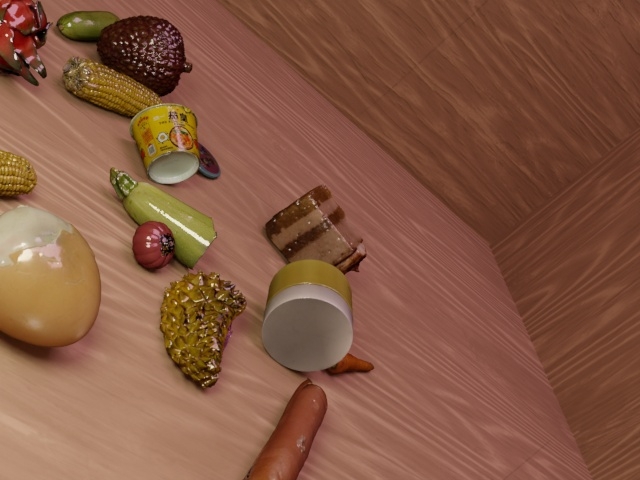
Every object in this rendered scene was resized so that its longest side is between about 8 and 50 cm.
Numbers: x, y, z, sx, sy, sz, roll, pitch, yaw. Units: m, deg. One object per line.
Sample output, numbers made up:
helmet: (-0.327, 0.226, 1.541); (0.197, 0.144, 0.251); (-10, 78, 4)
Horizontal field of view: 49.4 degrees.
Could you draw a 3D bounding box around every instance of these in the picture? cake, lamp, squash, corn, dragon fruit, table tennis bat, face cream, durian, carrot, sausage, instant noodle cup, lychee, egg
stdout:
cake: (0.000, 0.000, 2.107); (0.293, 0.198, 0.196); (52, 17, -2)
lamp: (-0.366, 0.010, 1.530); (0.107, 0.092, 0.108); (-4, 90, -68)
squash: (-0.655, -0.637, 2.062); (0.094, 0.094, 0.341); (48, 21, -2)
corn: (-0.644, -0.137, 1.252); (0.106, 0.106, 0.293); (56, 22, 19)
corn: (-0.545, -0.395, 1.851); (0.317, 0.115, 0.115); (16, 38, -55)
dragon fruit: (-0.715, -0.471, 1.557); (0.192, 0.192, 0.274); (-83, 156, -60)
table tennis bat: (-0.367, -0.236, 2.018); (0.153, 0.040, 0.244); (50, 18, 2)
face cream: (-0.029, 0.181, 1.710); (0.218, 0.218, 0.179); (41, 22, -19)
durian: (-0.246, 0.157, 1.489); (0.191, 0.112, 0.341); (45, 24, -14)
carrot: (0.085, 0.331, 1.894); (0.256, 0.061, 0.061); (17, 37, -57)
sausage: (-0.065, 0.415, 1.425); (0.094, 0.094, 0.419); (27, 22, 6)
instant noodle cup: (-0.393, -0.242, 1.807); (0.182, 0.182, 0.144); (19, 45, -51)
lychee: (-0.503, -0.534, 2.007); (0.271, 0.236, 0.236); (22, 28, -11)
egg: (-0.463, 0.062, 1.132); (0.245, 0.201, 0.201); (58, 20, -11)
squash: (-0.375, -0.064, 1.632); (0.287, 0.137, 0.137); (37, 23, -2)
